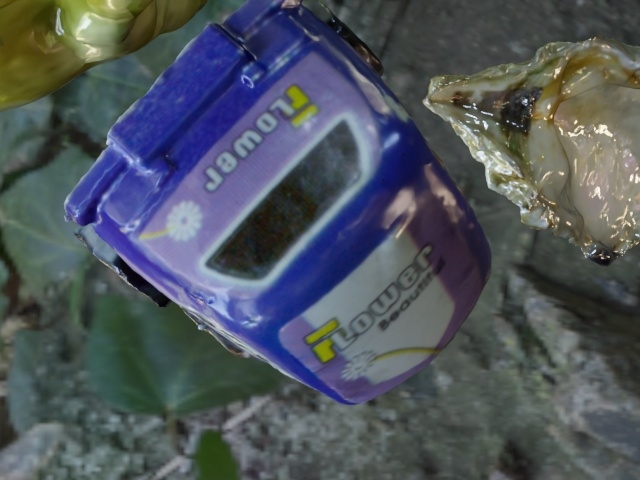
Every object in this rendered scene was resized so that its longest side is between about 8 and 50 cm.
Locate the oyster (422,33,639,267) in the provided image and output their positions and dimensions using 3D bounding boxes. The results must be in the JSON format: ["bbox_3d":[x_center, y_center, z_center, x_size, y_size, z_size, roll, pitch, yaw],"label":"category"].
[{"bbox_3d":[0.115,-0.035,0.632,0.045,0.146,0.121,18,130,48],"label":"oyster"}]

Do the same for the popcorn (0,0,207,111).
[{"bbox_3d":[-0.139,-0.187,0.536,0.312,0.312,0.312,-5,81,36],"label":"popcorn"}]

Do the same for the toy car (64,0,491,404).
[{"bbox_3d":[0.000,0.000,0.775,0.172,0.235,0.158,-46,56,0],"label":"toy car"}]
